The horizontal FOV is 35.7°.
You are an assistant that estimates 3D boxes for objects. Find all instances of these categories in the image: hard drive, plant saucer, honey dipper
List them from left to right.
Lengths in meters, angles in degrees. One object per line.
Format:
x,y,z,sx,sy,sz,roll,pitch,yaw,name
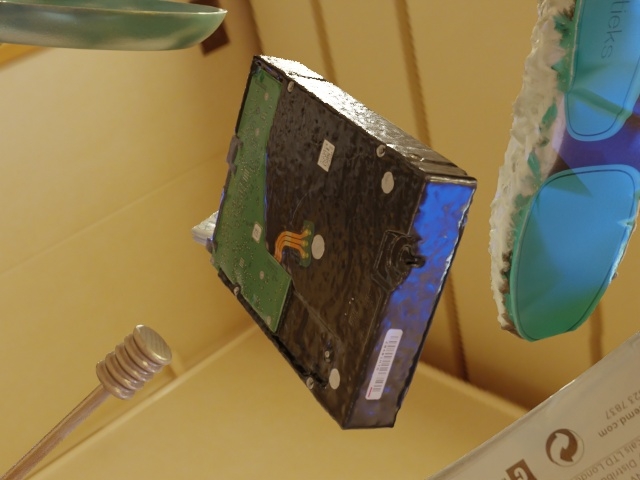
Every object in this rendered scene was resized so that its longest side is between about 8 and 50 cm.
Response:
-0.156,0.113,0.603,0.030,0.160,0.030,46,12,-12,honey dipper
-0.256,-0.230,1.025,0.317,0.317,0.044,20,-68,45,plant saucer
-0.001,-0.014,0.929,0.339,0.064,0.237,42,-59,52,hard drive

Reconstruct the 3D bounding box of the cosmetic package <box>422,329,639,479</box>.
0.362,0.329,1.099,0.327,0.329,0.393,58,16,24,cosmetic package

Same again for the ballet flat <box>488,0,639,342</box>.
0.238,-0.104,0.940,0.147,0.147,0.409,30,-55,37,ballet flat

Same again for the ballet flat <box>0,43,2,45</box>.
-0.494,-0.405,1.493,0.058,0.084,0.250,-11,-107,31,ballet flat

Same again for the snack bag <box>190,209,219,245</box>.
0.000,0.000,1.674,0.342,0.323,0.037,23,-64,15,snack bag
